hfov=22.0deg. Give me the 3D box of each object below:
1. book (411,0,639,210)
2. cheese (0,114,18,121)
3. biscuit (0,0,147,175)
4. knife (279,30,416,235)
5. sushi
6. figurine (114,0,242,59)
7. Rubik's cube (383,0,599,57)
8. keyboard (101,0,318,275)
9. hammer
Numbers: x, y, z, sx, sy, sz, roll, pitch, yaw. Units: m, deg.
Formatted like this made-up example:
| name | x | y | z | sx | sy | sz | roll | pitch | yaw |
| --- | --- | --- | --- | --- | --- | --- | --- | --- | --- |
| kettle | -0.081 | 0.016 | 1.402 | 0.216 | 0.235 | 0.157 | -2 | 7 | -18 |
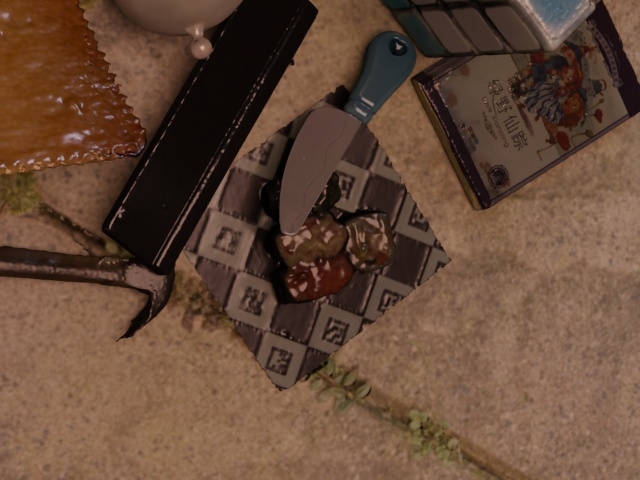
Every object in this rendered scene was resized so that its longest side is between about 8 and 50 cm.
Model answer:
| name | x | y | z | sx | sy | sz | roll | pitch | yaw |
| --- | --- | --- | --- | --- | --- | --- | --- | --- | --- |
| book | 0.222 | -0.153 | 1.708 | 0.231 | 0.026 | 0.157 | -32 | 105 | -17 |
| cheese | -0.389 | -0.073 | 1.395 | 0.177 | 0.128 | 0.203 | 43 | 65 | -12 |
| biscuit | -0.287 | -0.153 | 1.416 | 0.237 | 0.013 | 0.232 | -12 | 65 | -37 |
| knife | 0.016 | -0.110 | 1.598 | 0.058 | 0.032 | 0.244 | 39 | 68 | -7 |
| sushi | 0.000 | 0.000 | 1.614 | 0.231 | 0.047 | 0.219 | -37 | 106 | -16 |
| figurine | -0.133 | -0.296 | 1.492 | 0.182 | 0.144 | 0.256 | -27 | 107 | -25 |
| Rubik's cube | 0.167 | -0.344 | 1.547 | 0.253 | 0.259 | 0.256 | -44 | 107 | -13 |
| keyboard | -0.099 | -0.117 | 1.553 | 0.101 | 0.018 | 0.309 | 41 | 71 | -44 |
| hammer | -0.277 | 0.021 | 1.512 | 0.297 | 0.027 | 0.125 | 8 | 86 | -23 |
